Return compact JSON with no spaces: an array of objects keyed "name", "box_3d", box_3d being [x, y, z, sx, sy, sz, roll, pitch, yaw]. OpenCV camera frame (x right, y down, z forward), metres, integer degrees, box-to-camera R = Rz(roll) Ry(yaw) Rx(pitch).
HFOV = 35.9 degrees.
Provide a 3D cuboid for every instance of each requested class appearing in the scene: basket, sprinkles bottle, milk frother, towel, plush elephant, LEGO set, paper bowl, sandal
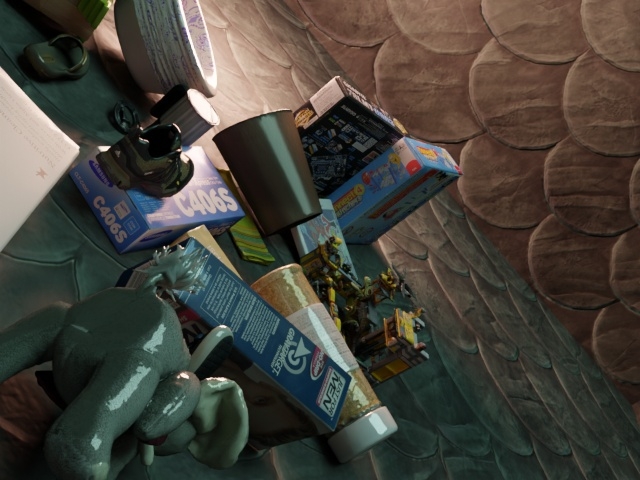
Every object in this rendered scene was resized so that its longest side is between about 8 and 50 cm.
[{"name":"basket","box_3d":[-0.095,-0.136,2.043,0.204,0.154,0.226,-21,86,-51]},{"name":"sprinkles bottle","box_3d":[-0.001,0.216,1.767,0.355,0.121,0.121,59,21,14]},{"name":"milk frother","box_3d":[-0.290,-0.230,1.837,0.129,0.135,0.143,59,21,16]},{"name":"towel","box_3d":[-0.170,-0.056,1.983,0.102,0.021,0.237,18,40,-59]},{"name":"plush elephant","box_3d":[-0.235,0.190,1.177,0.330,0.272,0.255,-44,140,-38]},{"name":"LEGO set","box_3d":[0.097,0.127,1.981,0.255,0.192,0.331,45,28,-26]},{"name":"paper bowl","box_3d":[-0.313,-0.406,1.968,0.284,0.148,0.284,-14,90,-87]},{"name":"sandal","box_3d":[-0.454,-0.334,1.748,0.090,0.060,0.219,53,14,-4]}]

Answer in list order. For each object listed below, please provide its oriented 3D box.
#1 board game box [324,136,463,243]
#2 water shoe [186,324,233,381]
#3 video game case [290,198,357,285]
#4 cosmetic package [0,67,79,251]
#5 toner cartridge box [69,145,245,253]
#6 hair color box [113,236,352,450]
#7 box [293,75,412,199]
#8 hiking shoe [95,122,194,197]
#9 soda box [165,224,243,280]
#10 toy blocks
[{"name":"board game box","box_3d":[0.159,-0.111,2.377,0.086,0.308,0.302,58,20,14]},{"name":"water shoe","box_3d":[-0.193,0.167,1.332,0.080,0.203,0.073,49,35,15]},{"name":"video game case","box_3d":[0.000,0.000,2.178,0.183,0.023,0.201,0,69,-58]},{"name":"cosmetic package","box_3d":[-0.462,-0.072,1.179,0.217,0.156,0.385,48,20,-20]},{"name":"toner cartridge box","box_3d":[-0.272,-0.078,1.719,0.165,0.075,0.348,55,20,8]},{"name":"hair color box","box_3d":[-0.136,0.162,1.456,0.347,0.174,0.105,43,46,-24]},{"name":"box","box_3d":[0.019,-0.206,2.245,0.296,0.293,0.073,25,35,-51]},{"name":"hiking shoe","box_3d":[-0.250,-0.131,1.577,0.086,0.114,0.227,58,21,10]},{"name":"soda box","box_3d":[-0.173,0.067,1.618,0.181,0.058,0.061,56,25,1]},{"name":"toy blocks","box_3d":[-0.501,-0.532,1.853,0.261,0.190,0.381,32,26,-19]}]
